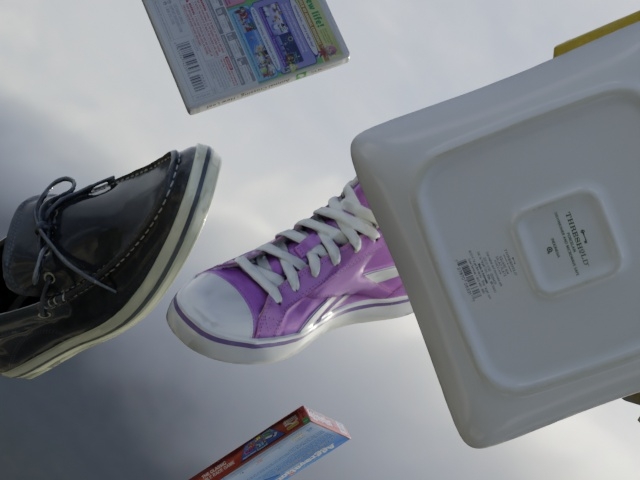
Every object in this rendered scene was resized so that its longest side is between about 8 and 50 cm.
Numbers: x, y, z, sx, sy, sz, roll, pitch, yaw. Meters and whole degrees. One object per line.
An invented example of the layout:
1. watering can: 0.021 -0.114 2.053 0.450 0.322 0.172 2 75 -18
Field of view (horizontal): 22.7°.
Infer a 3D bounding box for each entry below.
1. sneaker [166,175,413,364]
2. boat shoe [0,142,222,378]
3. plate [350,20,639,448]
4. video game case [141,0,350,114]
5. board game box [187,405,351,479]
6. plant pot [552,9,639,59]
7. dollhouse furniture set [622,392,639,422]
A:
1. sneaker: 0.000 -0.001 1.328 0.102 0.282 0.161 43 -50 29
2. boat shoe: -0.293 0.020 1.886 0.156 0.187 0.500 33 -41 -25
3. plate: 0.192 0.000 1.243 0.045 0.278 0.277 -39 108 -78
4. video game case: -0.094 -0.262 1.791 0.023 0.193 0.212 98 -29 -68
5. board game box: -0.105 0.312 2.090 0.027 0.281 0.145 61 11 26
6. plant pot: 0.335 -0.123 1.474 0.212 0.212 0.187 -16 -89 59
7. dollhouse furniture set: 0.407 0.149 1.738 0.151 0.123 0.144 41 -12 -21
